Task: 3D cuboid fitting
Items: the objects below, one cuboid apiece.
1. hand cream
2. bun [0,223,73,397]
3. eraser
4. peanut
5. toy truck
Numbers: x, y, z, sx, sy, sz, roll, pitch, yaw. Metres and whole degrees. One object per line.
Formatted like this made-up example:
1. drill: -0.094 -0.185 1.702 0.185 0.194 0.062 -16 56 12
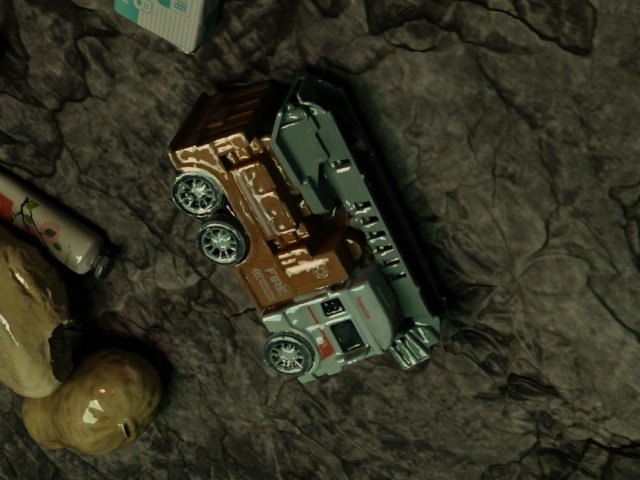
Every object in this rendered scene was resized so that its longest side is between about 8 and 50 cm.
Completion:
1. hand cream: -0.337 -0.031 2.015 0.234 0.050 0.080 33 145 13
2. bun: -0.363 0.070 2.054 0.237 0.116 0.210 59 157 -4
3. eraser: -0.132 -0.283 1.609 0.095 0.052 0.225 30 141 12
4. peanut: -0.282 0.199 2.130 0.224 0.129 0.129 -13 121 50
5. toy truck: 0.000 0.000 1.735 0.184 0.133 0.338 -17 117 26
